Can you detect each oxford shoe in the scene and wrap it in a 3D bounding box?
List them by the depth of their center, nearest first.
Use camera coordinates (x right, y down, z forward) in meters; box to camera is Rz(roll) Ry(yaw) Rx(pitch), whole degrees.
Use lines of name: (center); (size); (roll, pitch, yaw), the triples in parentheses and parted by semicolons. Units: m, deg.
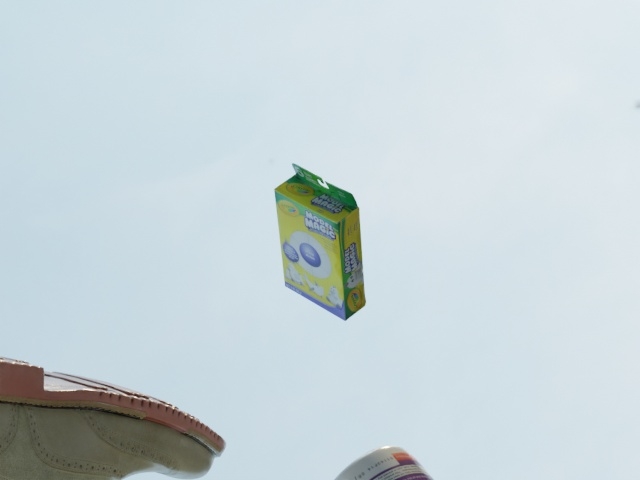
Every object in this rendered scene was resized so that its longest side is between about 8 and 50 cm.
oxford shoe: (-0.254, 0.197, 1.505); (0.397, 0.140, 0.147); (20, -100, -44)

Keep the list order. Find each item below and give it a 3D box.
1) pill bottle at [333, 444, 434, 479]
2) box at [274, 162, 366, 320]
pill bottle: (0.094, 0.289, 1.456); (0.108, 0.193, 0.108); (-24, -42, -23)
box: (0.000, 0.000, 1.863); (0.043, 0.105, 0.179); (-36, -42, -33)
